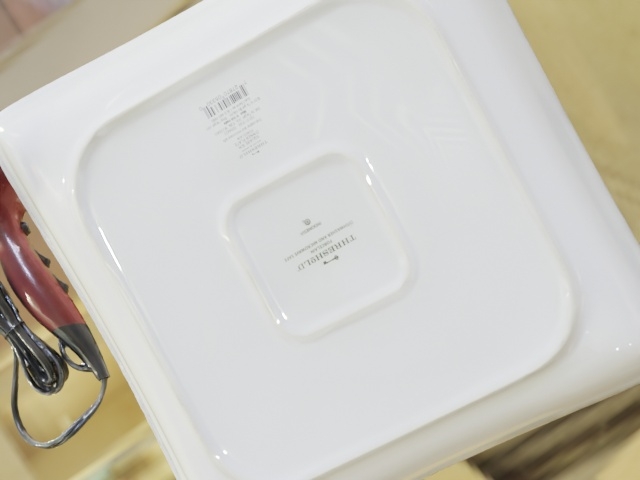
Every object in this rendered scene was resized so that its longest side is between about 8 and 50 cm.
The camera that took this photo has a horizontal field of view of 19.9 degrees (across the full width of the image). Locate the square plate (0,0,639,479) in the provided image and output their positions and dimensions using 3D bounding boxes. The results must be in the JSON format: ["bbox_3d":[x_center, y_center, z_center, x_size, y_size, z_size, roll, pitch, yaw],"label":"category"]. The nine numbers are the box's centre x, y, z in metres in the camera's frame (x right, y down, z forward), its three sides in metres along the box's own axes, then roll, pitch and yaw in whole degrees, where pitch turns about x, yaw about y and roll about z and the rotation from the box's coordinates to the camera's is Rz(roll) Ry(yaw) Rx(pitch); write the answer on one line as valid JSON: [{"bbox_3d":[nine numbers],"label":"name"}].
[{"bbox_3d":[0.000,0.000,1.146,0.344,0.347,0.049,61,-164,-3],"label":"square plate"}]

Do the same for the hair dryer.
[{"bbox_3d":[-0.256,0.013,1.525,0.223,0.293,0.080,18,167,0],"label":"hair dryer"}]
